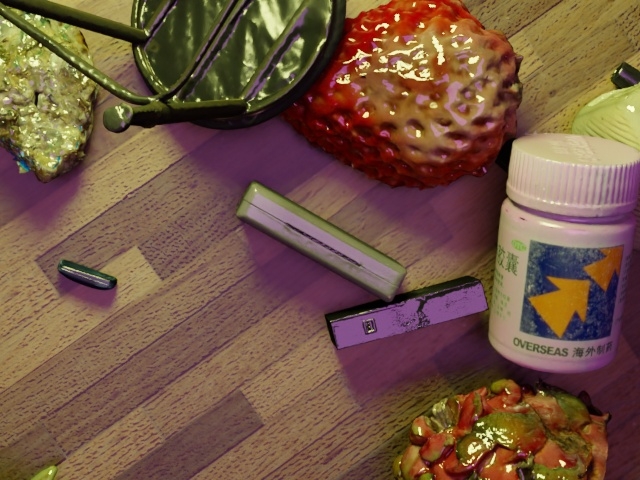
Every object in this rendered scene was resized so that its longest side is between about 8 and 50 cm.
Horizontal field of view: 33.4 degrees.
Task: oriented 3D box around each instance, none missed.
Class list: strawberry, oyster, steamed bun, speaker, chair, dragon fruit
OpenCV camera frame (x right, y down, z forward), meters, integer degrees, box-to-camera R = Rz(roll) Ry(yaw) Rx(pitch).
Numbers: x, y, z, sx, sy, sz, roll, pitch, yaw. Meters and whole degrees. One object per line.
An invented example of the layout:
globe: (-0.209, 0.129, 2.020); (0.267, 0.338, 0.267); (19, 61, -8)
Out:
strawberry: (0.097, -0.194, 1.413); (0.336, 0.149, 0.265); (4, 102, 5)
oyster: (-0.397, -0.200, 1.419); (0.198, 0.092, 0.260); (-11, 91, -9)
steamed bun: (0.473, -0.109, 1.480); (0.152, 0.170, 0.239); (-30, 94, -21)
speaker: (0.118, 0.099, 1.490); (0.218, 0.082, 0.044); (-14, 95, -4)
chair: (-0.169, -0.317, 1.238); (0.362, 0.410, 0.365); (34, 93, 19)
dragon fruit: (0.226, 0.332, 1.438); (0.263, 0.314, 0.296); (16, 115, 9)

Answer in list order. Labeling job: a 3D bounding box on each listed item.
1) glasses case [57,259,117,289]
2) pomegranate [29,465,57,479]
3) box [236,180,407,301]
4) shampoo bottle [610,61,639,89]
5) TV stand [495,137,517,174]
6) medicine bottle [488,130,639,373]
glasses case: (-0.322, 0.051, 1.463); (0.083, 0.033, 0.023); (19, 101, -6)
pomegranate: (-0.445, 0.403, 1.402); (0.263, 0.211, 0.211); (-37, 98, -45)
box: (0.000, 0.000, 1.459); (0.243, 0.103, 0.055); (29, 94, -7)
shampoo bottle: (0.484, -0.207, 1.539); (0.137, 0.027, 0.048); (33, 94, -7)
TV stand: (0.243, -0.150, 1.509); (0.256, 0.040, 0.049); (41, 89, -3)
medicine bottle: (0.325, 0.015, 1.423); (0.178, 0.178, 0.291); (1, 111, -6)
